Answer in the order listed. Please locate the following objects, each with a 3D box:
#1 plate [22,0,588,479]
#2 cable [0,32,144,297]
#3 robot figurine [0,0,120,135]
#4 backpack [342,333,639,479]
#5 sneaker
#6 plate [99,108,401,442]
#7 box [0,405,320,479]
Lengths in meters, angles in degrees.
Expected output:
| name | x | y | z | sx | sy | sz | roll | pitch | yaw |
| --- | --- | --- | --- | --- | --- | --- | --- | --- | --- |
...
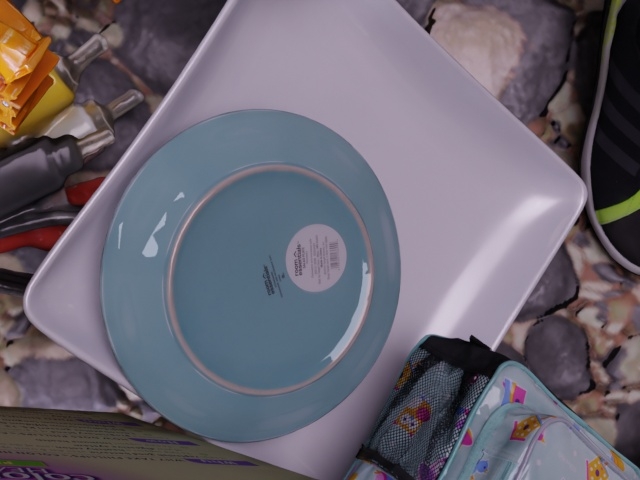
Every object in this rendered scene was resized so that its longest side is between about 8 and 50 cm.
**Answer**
| name | x | y | z | sx | sy | sz | roll | pitch | yaw |
| --- | --- | --- | --- | --- | --- | --- | --- | --- | --- |
| plate | 0.000 | 0.000 | 0.811 | 0.277 | 0.045 | 0.278 | 39 | 76 | -27 |
| cable | -0.224 | -0.003 | 0.782 | 0.287 | 0.072 | 0.139 | -23 | 110 | -5 |
| robot figurine | -0.242 | -0.199 | 0.739 | 0.291 | 0.085 | 0.211 | 34 | 63 | -4 |
| backpack | 0.089 | 0.173 | 0.777 | 0.166 | 0.144 | 0.188 | 42 | 83 | -32 |
| sneaker | 0.216 | -0.075 | 0.850 | 0.084 | 0.097 | 0.234 | -11 | 113 | -12 |
| plate | -0.030 | 0.021 | 0.757 | 0.188 | 0.024 | 0.188 | -3 | 96 | -28 |
| box | -0.135 | 0.152 | 0.649 | 0.213 | 0.243 | 0.117 | 10 | 87 | -38 |
